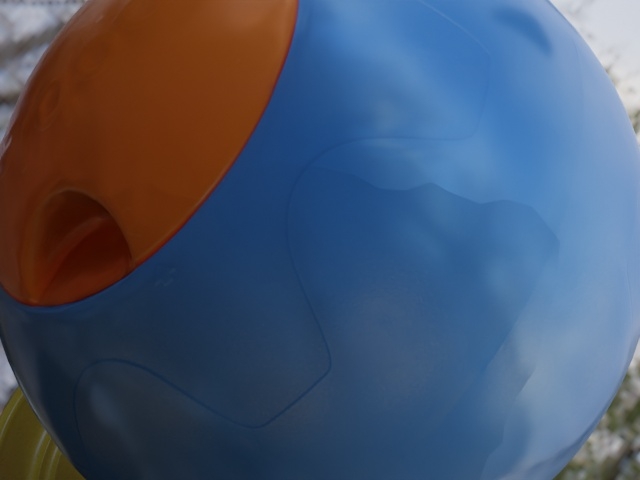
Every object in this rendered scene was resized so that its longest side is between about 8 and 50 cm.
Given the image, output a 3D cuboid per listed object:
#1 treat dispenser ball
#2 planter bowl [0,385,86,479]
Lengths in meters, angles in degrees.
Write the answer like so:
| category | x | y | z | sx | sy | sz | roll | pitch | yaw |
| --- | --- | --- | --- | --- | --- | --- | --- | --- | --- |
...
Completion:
| category | x | y | z | sx | sy | sz | roll | pitch | yaw |
| --- | --- | --- | --- | --- | --- | --- | --- | --- | --- |
| treat dispenser ball | 0.000 | 0.000 | 0.842 | 0.288 | 0.288 | 0.288 | 31 | -26 | 17 |
| planter bowl | -0.095 | 0.160 | 1.214 | 0.217 | 0.217 | 0.090 | 50 | -19 | -22 |
